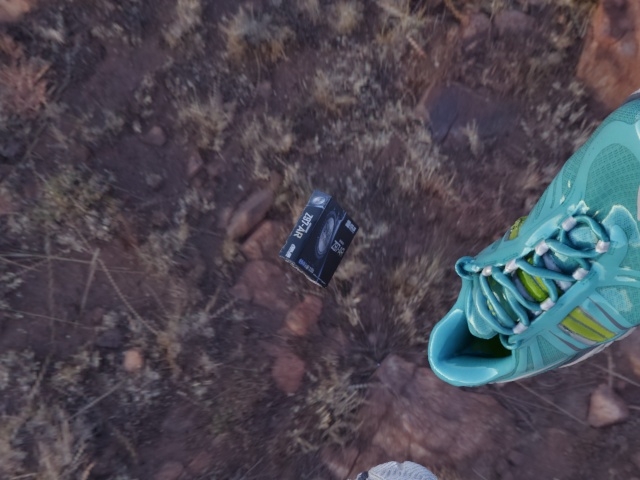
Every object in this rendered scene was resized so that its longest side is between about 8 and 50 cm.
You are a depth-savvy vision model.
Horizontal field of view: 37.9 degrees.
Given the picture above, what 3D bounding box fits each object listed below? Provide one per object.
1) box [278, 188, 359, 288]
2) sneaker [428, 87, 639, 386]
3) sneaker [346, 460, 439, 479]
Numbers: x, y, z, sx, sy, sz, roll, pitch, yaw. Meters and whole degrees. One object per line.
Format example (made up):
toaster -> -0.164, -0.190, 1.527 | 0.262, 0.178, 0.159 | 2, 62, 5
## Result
box -> 0.000, 0.000, 0.825 | 0.018, 0.083, 0.067 | 26, 81, 26
sneaker -> 0.136, 0.022, 0.522 | 0.110, 0.275, 0.107 | -18, 66, -19
sneaker -> 0.044, 0.299, 0.830 | 0.235, 0.094, 0.153 | -33, 90, 30
